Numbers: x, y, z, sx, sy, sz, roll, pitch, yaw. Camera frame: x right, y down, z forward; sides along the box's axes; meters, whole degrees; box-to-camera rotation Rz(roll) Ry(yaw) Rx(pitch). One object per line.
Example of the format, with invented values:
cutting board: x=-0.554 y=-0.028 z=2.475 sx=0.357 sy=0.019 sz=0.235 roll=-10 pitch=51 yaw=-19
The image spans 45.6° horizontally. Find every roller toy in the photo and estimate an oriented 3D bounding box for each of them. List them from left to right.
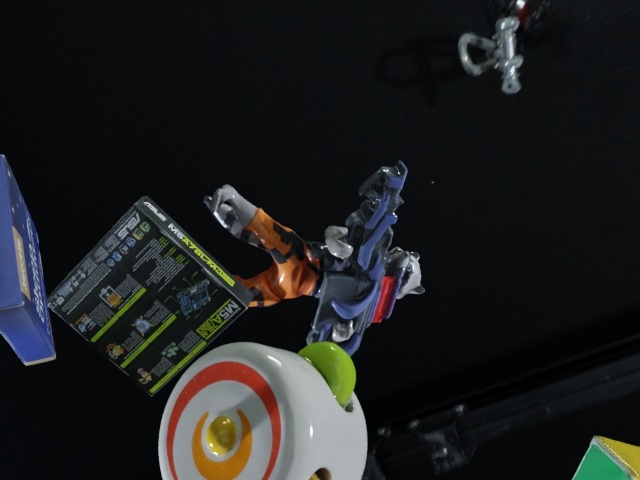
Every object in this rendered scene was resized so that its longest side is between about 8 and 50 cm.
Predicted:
roller toy: x=-0.063 y=0.208 z=0.782 sx=0.191 sy=0.146 sz=0.209 roll=-11 pitch=-112 yaw=31

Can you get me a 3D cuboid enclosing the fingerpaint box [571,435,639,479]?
fingerpaint box: x=0.322 y=0.288 z=0.255 sx=0.371 sy=0.445 sz=0.163 roll=18 pitch=-77 yaw=-21

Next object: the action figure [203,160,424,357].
action figure: x=0.000 y=0.000 z=1.066 sx=0.330 sy=0.178 sz=0.341 roll=15 pitch=-60 yaw=-14

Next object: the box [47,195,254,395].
box: x=-0.213 y=0.072 z=0.942 sx=0.184 sy=0.045 sz=0.191 roll=43 pitch=-70 yaw=-11

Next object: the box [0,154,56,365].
box: x=-0.275 y=0.019 z=0.677 sx=0.037 sy=0.225 sz=0.136 roll=-11 pitch=-109 yaw=-14
